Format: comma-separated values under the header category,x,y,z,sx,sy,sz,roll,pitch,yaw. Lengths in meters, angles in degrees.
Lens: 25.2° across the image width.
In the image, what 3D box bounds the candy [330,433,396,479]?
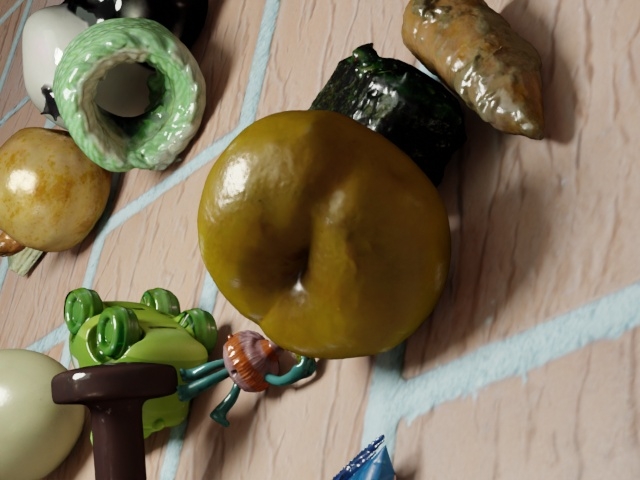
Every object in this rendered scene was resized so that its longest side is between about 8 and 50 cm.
category,x,y,z,sx,sy,sz,roll,pitch,yaw
candy,0.042,0.248,1.255,0.088,0.038,0.136,-46,40,35

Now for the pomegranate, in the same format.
category,x,y,z,sx,sy,sz,roll,pitch,yaw
pomegranate,-0.423,-0.079,2.222,0.207,0.207,0.207,-41,33,35

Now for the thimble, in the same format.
category,x,y,z,sx,sy,sz,roll,pitch,yaw
thimble,-0.273,-0.208,2.058,0.219,0.219,0.150,-58,24,7

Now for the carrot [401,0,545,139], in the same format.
category,x,y,z,sx,sy,sz,roll,pitch,yaw
carrot,0.160,-0.164,1.392,0.102,0.102,0.263,-52,33,18

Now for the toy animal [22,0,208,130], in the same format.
category,x,y,z,sx,sy,sz,roll,pitch,yaw
toy animal,-0.323,-0.309,2.205,0.251,0.251,0.310,24,92,63

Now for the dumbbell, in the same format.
category,x,y,z,sx,sy,sz,roll,pitch,yaw
dumbbell,-0.214,0.243,1.530,0.140,0.124,0.225,-19,75,58

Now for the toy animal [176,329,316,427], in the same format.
category,x,y,z,sx,sy,sz,roll,pitch,yaw
toy animal,-0.058,0.118,1.505,0.208,0.100,0.103,-40,55,21

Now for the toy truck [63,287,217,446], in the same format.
category,x,y,z,sx,sy,sz,roll,pitch,yaw
toy truck,-0.216,0.157,1.695,0.187,0.148,0.211,-8,80,56

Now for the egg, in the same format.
category,x,y,z,sx,sy,sz,roll,pitch,yaw
egg,-0.414,0.236,1.903,0.241,0.186,0.186,-24,44,37

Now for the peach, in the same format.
category,x,y,z,sx,sy,sz,roll,pitch,yaw
peach,0.000,0.000,1.337,0.251,0.251,0.153,-42,4,34

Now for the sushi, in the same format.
category,x,y,z,sx,sy,sz,roll,pitch,yaw
sushi,0.067,-0.121,1.463,0.127,0.124,0.225,-59,21,5

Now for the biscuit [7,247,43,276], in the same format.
category,x,y,z,sx,sy,sz,roll,pitch,yaw
biscuit,-0.488,-0.062,2.462,0.150,0.052,0.252,-49,30,23
